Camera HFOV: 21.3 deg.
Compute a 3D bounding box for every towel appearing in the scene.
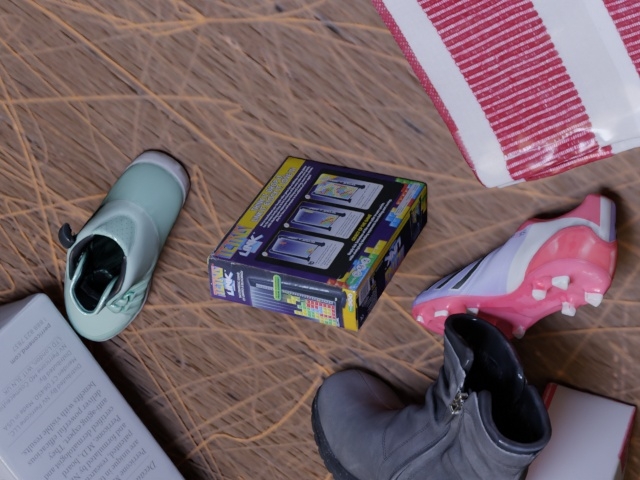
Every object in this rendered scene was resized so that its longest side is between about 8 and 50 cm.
[{"bbox_3d":[0.216,-0.166,1.277,0.329,0.037,0.237,-15,124,29],"label":"towel"}]

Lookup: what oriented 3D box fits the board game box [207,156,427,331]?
[{"bbox_3d":[0.000,0.000,1.507,0.141,0.170,0.048,12,129,21],"label":"board game box"}]

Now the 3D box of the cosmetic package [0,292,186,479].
[{"bbox_3d":[-0.271,0.290,1.835,0.230,0.161,0.453,-13,116,49],"label":"cosmetic package"}]

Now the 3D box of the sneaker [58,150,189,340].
[{"bbox_3d":[-0.222,0.038,1.663,0.094,0.151,0.256,31,133,2],"label":"sneaker"}]

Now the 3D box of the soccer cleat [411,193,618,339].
[{"bbox_3d":[0.173,0.031,1.511,0.083,0.095,0.248,30,152,-22],"label":"soccer cleat"}]

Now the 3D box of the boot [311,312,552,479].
[{"bbox_3d":[0.105,0.155,1.531,0.118,0.338,0.222,1,119,-26],"label":"boot"}]

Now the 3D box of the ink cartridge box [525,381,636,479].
[{"bbox_3d":[0.223,0.270,1.589,0.092,0.158,0.218,15,128,14],"label":"ink cartridge box"}]
